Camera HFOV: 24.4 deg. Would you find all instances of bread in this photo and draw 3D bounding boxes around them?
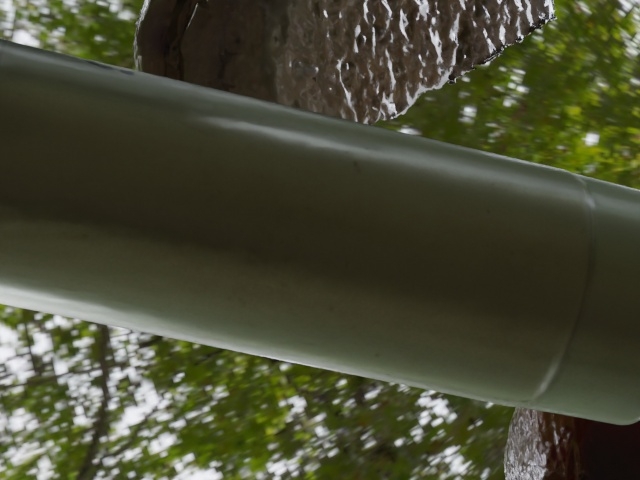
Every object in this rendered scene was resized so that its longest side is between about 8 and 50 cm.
[{"bbox_3d":[0.014,-0.162,0.835,0.102,0.337,0.183,-9,-73,40],"label":"bread"}]

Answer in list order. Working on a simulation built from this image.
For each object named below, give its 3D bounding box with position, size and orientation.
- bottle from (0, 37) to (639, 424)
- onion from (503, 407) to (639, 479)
[{"bbox_3d":[0.000,0.000,0.414,0.202,0.072,0.072,12,-83,-11],"label":"bottle"},{"bbox_3d":[0.212,0.157,0.707,0.272,0.272,0.195,19,-124,18],"label":"onion"}]
